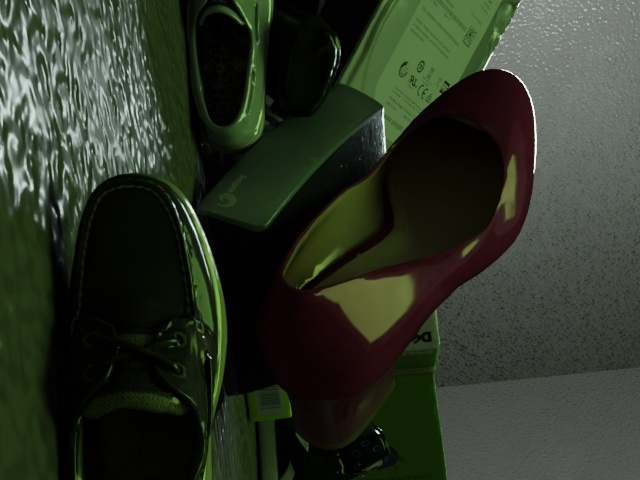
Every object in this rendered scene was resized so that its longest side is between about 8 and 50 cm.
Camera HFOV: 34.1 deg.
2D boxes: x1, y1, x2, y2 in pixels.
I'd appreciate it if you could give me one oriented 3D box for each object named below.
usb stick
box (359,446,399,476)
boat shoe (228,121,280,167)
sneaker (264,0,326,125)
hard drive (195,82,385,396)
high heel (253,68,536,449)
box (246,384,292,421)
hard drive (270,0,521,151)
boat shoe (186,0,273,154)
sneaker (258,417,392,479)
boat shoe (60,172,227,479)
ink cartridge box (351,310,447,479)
[{"bbox_3d":[-0.040,-0.166,0.882,0.278,0.045,0.077,-129,-132,-66],"label":"usb stick"},{"bbox_3d":[0.033,0.266,1.361,0.165,0.143,0.271,-83,167,-82],"label":"box"},{"bbox_3d":[-0.054,-0.066,0.952,0.076,0.083,0.226,56,5,-6],"label":"boat shoe"},{"bbox_3d":[-0.022,-0.350,1.179,0.257,0.169,0.448,85,2,-62],"label":"sneaker"},{"bbox_3d":[-0.007,-0.008,0.816,0.255,0.054,0.172,-48,139,-53],"label":"hard drive"},{"bbox_3d":[0.076,-0.037,0.754,0.181,0.127,0.377,83,29,-52],"label":"high heel"},{"bbox_3d":[-0.047,0.081,0.963,0.178,0.042,0.109,-88,172,-74],"label":"box"},{"bbox_3d":[0.107,-0.229,1.019,0.237,0.064,0.339,26,93,-59],"label":"hard drive"},{"bbox_3d":[-0.070,-0.157,0.757,0.063,0.066,0.184,82,12,-80],"label":"boat shoe"},{"bbox_3d":[0.008,0.227,0.942,0.079,0.121,0.217,79,5,-65],"label":"sneaker"},{"bbox_3d":[-0.058,0.051,0.348,0.049,0.056,0.152,129,-45,-85],"label":"boat shoe"},{"bbox_3d":[0.037,0.135,1.123,0.097,0.188,0.255,83,2,-65],"label":"ink cartridge box"}]
